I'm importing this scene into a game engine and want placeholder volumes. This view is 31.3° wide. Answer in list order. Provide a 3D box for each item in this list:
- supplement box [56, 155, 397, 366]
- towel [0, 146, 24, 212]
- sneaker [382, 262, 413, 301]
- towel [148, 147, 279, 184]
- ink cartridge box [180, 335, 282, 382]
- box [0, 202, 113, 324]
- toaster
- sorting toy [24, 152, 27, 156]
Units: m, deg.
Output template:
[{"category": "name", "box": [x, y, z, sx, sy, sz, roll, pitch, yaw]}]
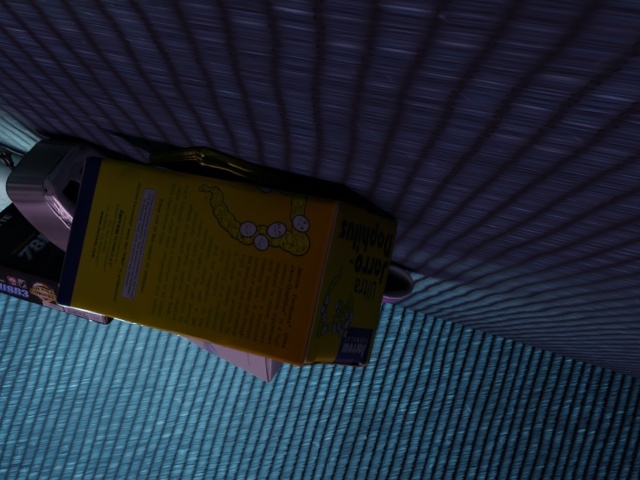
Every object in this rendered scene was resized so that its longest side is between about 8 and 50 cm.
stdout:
[{"category": "supplement box", "box": [-0.115, 0.026, 1.425, 0.357, 0.195, 0.194, 12, 179, 25]}, {"category": "towel", "box": [-0.667, -0.051, 2.175, 0.320, 0.090, 0.374, -31, 155, 19]}, {"category": "sneaker", "box": [0.035, 0.056, 2.058, 0.282, 0.102, 0.161, 7, 176, -23]}, {"category": "towel", "box": [-0.139, -0.088, 1.427, 0.102, 0.021, 0.237, 20, 174, -23]}, {"category": "ink cartridge box", "box": [-0.152, 0.085, 1.942, 0.278, 0.201, 0.117, 26, 150, 16]}, {"category": "box", "box": [-0.387, -0.004, 1.864, 0.293, 0.073, 0.295, 16, -141, 22]}, {"category": "toaster", "box": [-0.352, -0.064, 1.671, 0.146, 0.129, 0.227, 4, 143, 51]}, {"category": "sorting toy", "box": [-0.408, -0.095, 2.090, 0.275, 0.046, 0.132, 17, 175, 2]}]
